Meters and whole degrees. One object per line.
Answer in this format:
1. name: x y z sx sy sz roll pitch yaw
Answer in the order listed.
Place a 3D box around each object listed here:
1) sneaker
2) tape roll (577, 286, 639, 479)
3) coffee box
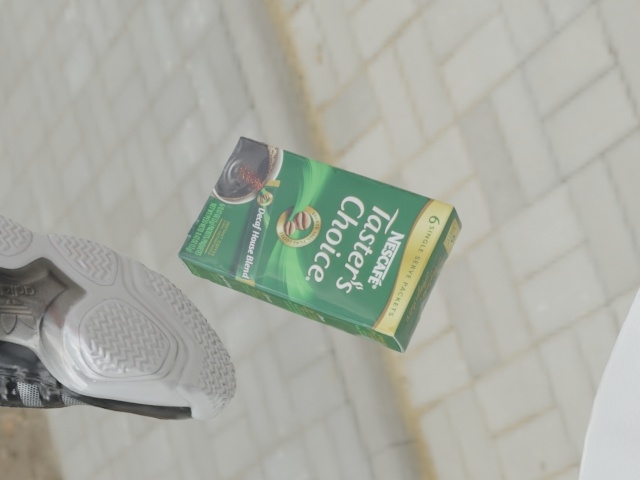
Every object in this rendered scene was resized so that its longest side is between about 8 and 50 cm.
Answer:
1. sneaker: -0.191 0.070 0.931 0.153 0.268 0.101 -53 28 31
2. tape roll: 0.255 0.069 0.872 0.100 0.286 0.286 28 121 31
3. coffee box: 0.000 0.000 1.203 0.184 0.113 0.040 21 163 22
